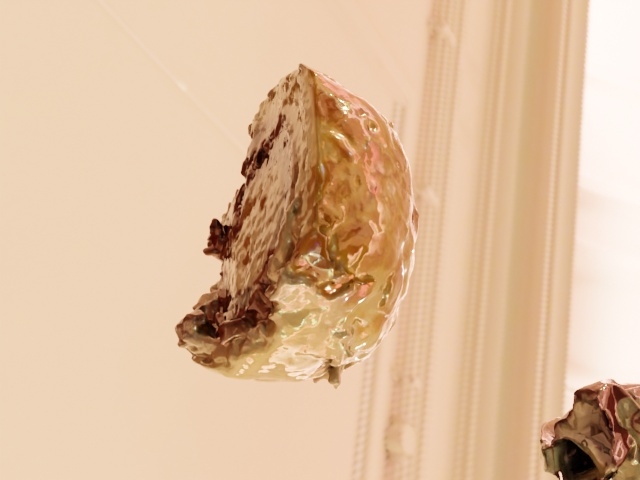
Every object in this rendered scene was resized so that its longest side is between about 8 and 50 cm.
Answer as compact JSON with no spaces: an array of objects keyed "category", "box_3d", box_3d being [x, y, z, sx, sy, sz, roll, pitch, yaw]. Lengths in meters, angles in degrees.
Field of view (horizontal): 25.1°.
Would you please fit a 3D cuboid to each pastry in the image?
[{"category":"pastry","box_3d":[0.004,-0.009,1.190,0.237,0.170,0.256,-51,-156,43]}]

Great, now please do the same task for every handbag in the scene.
[{"category":"handbag","box_3d":[0.213,0.178,0.973,0.127,0.235,0.213,27,-71,43]}]
